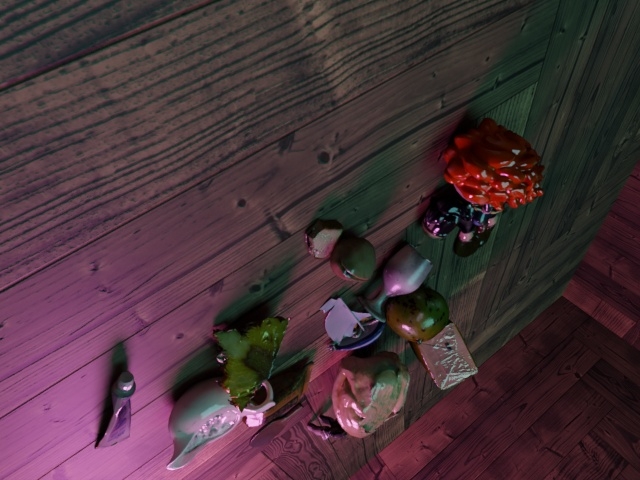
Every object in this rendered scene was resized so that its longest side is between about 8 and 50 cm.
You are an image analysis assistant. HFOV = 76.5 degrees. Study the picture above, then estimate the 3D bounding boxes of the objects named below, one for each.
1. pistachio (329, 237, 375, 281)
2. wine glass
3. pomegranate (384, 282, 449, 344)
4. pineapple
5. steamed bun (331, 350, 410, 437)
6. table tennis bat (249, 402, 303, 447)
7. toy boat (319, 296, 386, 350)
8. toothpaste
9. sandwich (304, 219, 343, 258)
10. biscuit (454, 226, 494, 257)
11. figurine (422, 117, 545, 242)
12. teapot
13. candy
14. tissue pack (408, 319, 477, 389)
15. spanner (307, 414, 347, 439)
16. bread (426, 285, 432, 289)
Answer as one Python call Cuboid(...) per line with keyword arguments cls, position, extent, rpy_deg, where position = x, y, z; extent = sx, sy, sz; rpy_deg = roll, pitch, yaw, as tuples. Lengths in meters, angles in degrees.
Cuboid(cls="pistachio", position=(0.081, 0.051, 1.023), extent=(0.108, 0.126, 0.185), rpy_deg=(-34, 170, 23))
Cuboid(cls="wine glass", position=(0.232, 0.130, 1.254), extent=(0.241, 0.126, 0.126), rpy_deg=(-49, 144, 11))
Cuboid(cls="pomegranate", position=(0.320, 0.216, 1.358), extent=(0.211, 0.263, 0.211), rpy_deg=(4, 160, 1))
Cuboid(cls="pineapple", position=(-0.198, 0.272, 1.014), extent=(0.164, 0.140, 0.250), rpy_deg=(21, 88, -10))
Cuboid(cls="steamed bun", position=(0.174, 0.548, 1.513), extent=(0.372, 0.230, 0.325), rpy_deg=(23, 99, -52))
Cuboid(cls="table tennis bat", position=(-0.161, 0.689, 1.512), extent=(0.234, 0.022, 0.131), rpy_deg=(-37, 142, -7))
Cuboid(cls="toy boat", position=(0.087, 0.267, 1.287), extent=(0.220, 0.067, 0.291), rpy_deg=(-29, 138, 7))
Cuboid(cls="toothpaste", position=(-0.454, 0.391, 0.915), extent=(0.075, 0.048, 0.301), rpy_deg=(-42, 163, -55))
Cuboid(cls="sandwich", position=(0.000, 0.000, 0.977), extent=(0.093, 0.036, 0.105), rpy_deg=(-3, 129, -43))
Cuboid(cls="biscuit", position=(0.581, -0.024, 1.511), extent=(0.212, 0.036, 0.212), rpy_deg=(-26, 139, -25))
Cuboid(cls="figurine", position=(0.442, -0.141, 1.141), extent=(0.306, 0.241, 0.412), rpy_deg=(0, 148, -15))
Cuboid(cls="teapot", position=(-0.269, 0.449, 1.065), extent=(0.299, 0.166, 0.208), rpy_deg=(-23, 128, -11))
Cuboid(cls="candy", position=(-0.128, 0.482, 1.279), extent=(0.271, 0.101, 0.143), rpy_deg=(-17, 130, -41))
Cuboid(cls="tissue pack", position=(0.435, 0.391, 1.520), extent=(0.167, 0.200, 0.275), rpy_deg=(-28, -178, 0))
Cuboid(cls="spanner", position=(0.030, 0.729, 1.579), extent=(0.095, 0.040, 0.325), rpy_deg=(-28, 175, -26))
Cuboid(cls="bread", position=(0.350, 0.255, 1.541), extent=(0.178, 0.060, 0.139), rpy_deg=(-21, 138, -29))
